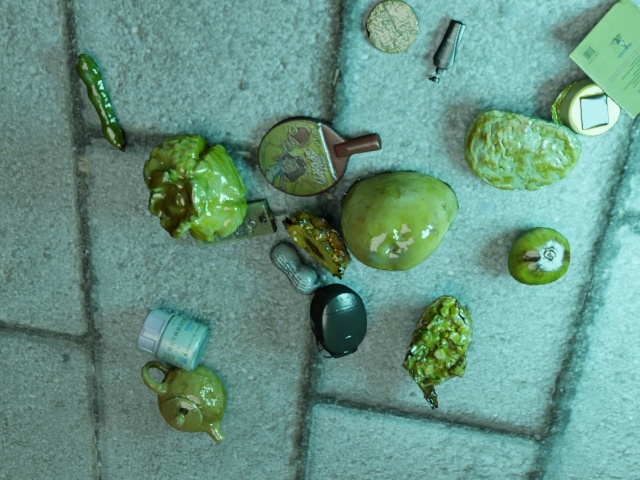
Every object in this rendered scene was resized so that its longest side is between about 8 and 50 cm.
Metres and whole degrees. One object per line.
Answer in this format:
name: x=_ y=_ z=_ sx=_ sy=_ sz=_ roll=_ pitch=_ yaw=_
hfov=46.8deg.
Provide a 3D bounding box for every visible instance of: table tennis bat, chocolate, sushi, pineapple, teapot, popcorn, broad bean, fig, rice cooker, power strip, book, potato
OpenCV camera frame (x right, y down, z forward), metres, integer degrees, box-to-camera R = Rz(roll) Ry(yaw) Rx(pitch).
table tennis bat: x=-0.005 y=-0.208 z=1.771 sx=0.310 sy=0.038 sz=0.200 roll=-9 pitch=113 yaw=21
chocolate: x=-0.065 y=0.075 z=1.896 sx=0.072 sy=0.072 sz=0.167 roll=-36 pitch=103 yaw=25
sushi: x=0.293 y=0.270 z=1.847 sx=0.167 sy=0.179 sz=0.296 roll=25 pitch=119 yaw=-6
pineapple: x=0.000 y=0.000 z=1.800 sx=0.225 sy=0.225 sz=0.076 roll=46 pitch=76 yaw=-10
teapot: x=-0.387 y=0.461 z=2.103 sx=0.311 sy=0.167 sz=0.203 roll=42 pitch=117 yaw=-8
popcorn: x=-0.302 y=-0.125 z=1.766 sx=0.224 sy=0.258 sz=0.270 roll=-38 pitch=139 yaw=15
broad bean: x=-0.541 y=-0.338 z=1.824 sx=0.052 sy=0.053 sz=0.256 roll=-24 pitch=113 yaw=-18
fig: x=0.506 y=0.040 z=1.717 sx=0.153 sy=0.121 sz=0.136 roll=-32 pitch=99 yaw=25
rice cooker: x=0.044 y=0.205 z=1.892 sx=0.142 sy=0.118 sz=0.203 roll=-14 pitch=120 yaw=-22
power strip: x=-0.210 y=-0.046 z=1.893 sx=0.268 sy=0.034 sz=0.092 roll=-11 pitch=112 yaw=18
book: x=0.628 y=-0.374 z=1.510 sx=0.192 sy=0.013 sz=0.168 roll=42 pitch=91 yaw=-8
potato: x=0.172 y=-0.031 z=1.714 sx=0.285 sy=0.242 sz=0.242 roll=8 pitch=117 yaw=6

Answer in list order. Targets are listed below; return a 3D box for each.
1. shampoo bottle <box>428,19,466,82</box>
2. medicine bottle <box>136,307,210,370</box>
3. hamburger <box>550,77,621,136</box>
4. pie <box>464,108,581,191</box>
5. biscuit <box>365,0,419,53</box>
shampoo bottle: x=0.275 y=-0.409 z=1.609 sx=0.048 sy=0.027 sz=0.137 roll=24 pitch=118 yaw=8
medicine bottle: x=-0.405 y=0.272 z=2.037 sx=0.168 sy=0.135 sz=0.135 roll=21 pitch=118 yaw=4
hamburger: x=0.566 y=-0.282 z=1.574 sx=0.141 sy=0.081 sz=0.126 roll=-26 pitch=109 yaw=10
pie: x=0.439 y=-0.200 z=1.634 sx=0.248 sy=0.090 sz=0.201 roll=16 pitch=134 yaw=8
biscuit: x=0.157 y=-0.467 z=1.616 sx=0.120 sy=0.015 sz=0.120 roll=5 pitch=116 yaw=11
